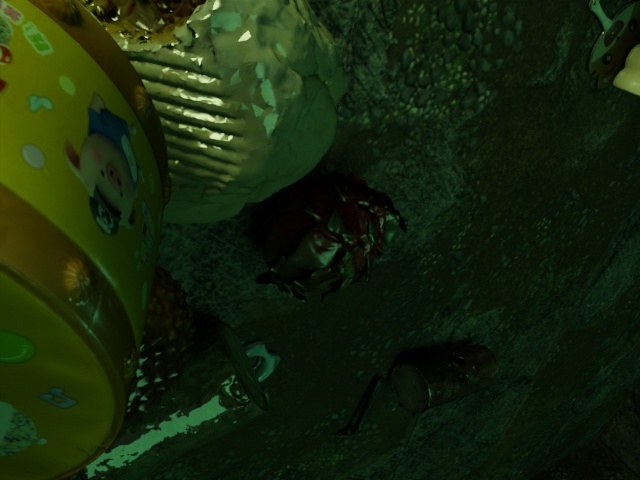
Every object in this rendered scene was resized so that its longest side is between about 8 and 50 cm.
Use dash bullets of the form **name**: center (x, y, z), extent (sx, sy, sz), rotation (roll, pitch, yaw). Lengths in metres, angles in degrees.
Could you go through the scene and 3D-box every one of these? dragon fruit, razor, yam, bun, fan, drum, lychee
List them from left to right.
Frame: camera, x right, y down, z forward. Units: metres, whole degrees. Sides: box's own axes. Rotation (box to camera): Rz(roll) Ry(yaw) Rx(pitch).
- **drum**: center (-0.318, 0.000, 0.412), extent (0.430, 0.214, 0.431), rotation (-1, 140, -1)
- **lychee**: center (-0.261, 0.124, 0.737), extent (0.238, 0.200, 0.200), rotation (-49, 147, -27)
- **yam**: center (-0.224, 0.235, 0.902), extent (0.304, 0.168, 0.168), rotation (-23, 138, -21)
- **bun**: center (-0.110, -0.152, 0.573), extent (0.205, 0.281, 0.282), rotation (-54, 158, -45)
- **dragon fruit**: center (0.006, -0.007, 0.861), extent (0.189, 0.182, 0.182), rotation (-47, 146, -26)
- **razor**: center (0.102, 0.381, 1.418), extent (0.066, 0.033, 0.190), rotation (-2, 127, -40)
- **yam**: center (0.287, 0.315, 1.445), extent (0.279, 0.131, 0.131), rotation (-3, 128, -42)
- **fan**: center (0.500, -0.357, 1.075), extent (0.226, 0.008, 0.153), rotation (15, 115, -48)

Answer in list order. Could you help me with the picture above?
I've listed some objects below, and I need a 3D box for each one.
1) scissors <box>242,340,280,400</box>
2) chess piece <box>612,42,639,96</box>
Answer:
- **scissors**: center (-0.231, 0.266, 1.030), extent (0.360, 0.029, 0.191), rotation (-6, 126, -34)
- **chess piece**: center (0.637, -0.381, 1.063), extent (0.167, 0.167, 0.300), rotation (-3, 119, -39)
